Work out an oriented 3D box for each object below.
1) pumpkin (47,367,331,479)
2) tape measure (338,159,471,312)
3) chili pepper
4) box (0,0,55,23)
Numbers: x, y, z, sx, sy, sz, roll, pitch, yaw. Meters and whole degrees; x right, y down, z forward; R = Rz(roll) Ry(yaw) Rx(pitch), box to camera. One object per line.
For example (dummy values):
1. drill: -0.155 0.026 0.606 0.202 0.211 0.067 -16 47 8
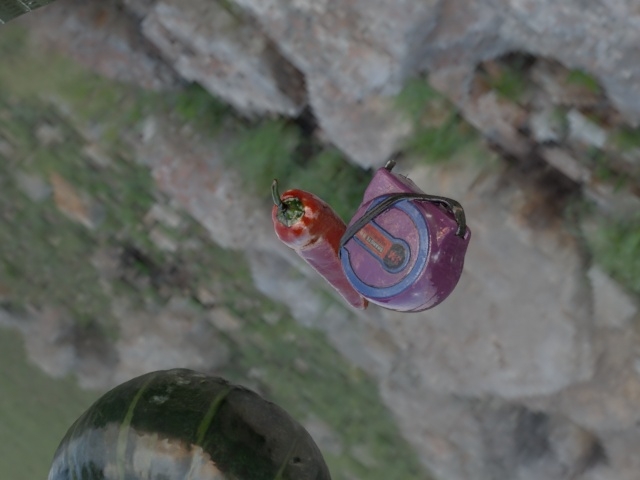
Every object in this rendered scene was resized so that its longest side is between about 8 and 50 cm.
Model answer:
1. pumpkin: -0.127 0.267 1.633 0.300 0.207 0.300 9 125 13
2. tape measure: 0.080 0.004 1.527 0.074 0.125 0.118 17 -161 -50
3. chili pepper: 0.000 0.000 1.921 0.063 0.071 0.272 39 173 40
4. box: -0.218 -0.324 1.745 0.180 0.325 0.047 39 -150 -88
